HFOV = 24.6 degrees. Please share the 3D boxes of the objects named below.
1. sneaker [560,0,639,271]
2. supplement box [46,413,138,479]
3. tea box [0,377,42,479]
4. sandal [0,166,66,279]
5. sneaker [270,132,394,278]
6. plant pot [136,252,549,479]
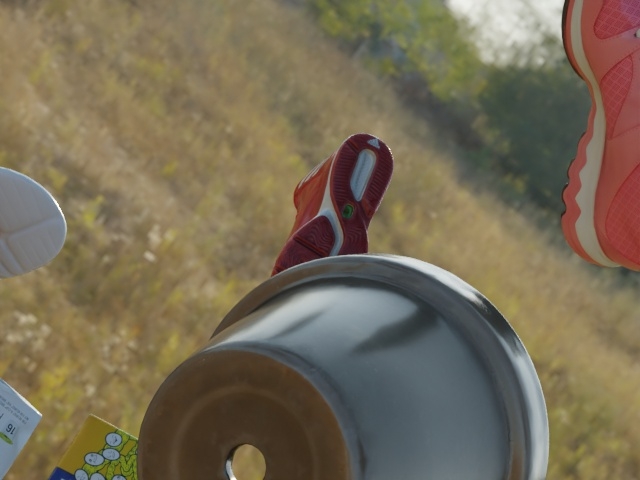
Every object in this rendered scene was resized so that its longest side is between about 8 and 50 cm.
[{"bbox_3d":[0.286,-0.113,1.216,0.116,0.313,0.136,-17,26,-29],"label":"sneaker"},{"bbox_3d":[-0.194,0.414,1.868,0.357,0.194,0.195,27,-33,5],"label":"supplement box"},{"bbox_3d":[-0.501,0.232,1.383,0.329,0.323,0.220,-6,-43,48],"label":"tea box"},{"bbox_3d":[-0.332,-0.014,1.213,0.076,0.265,0.102,-71,147,-63],"label":"sandal"},{"bbox_3d":[0.000,0.000,1.524,0.087,0.221,0.128,33,-14,-10],"label":"sneaker"},{"bbox_3d":[-0.003,0.133,0.960,0.263,0.263,0.229,40,12,20],"label":"plant pot"}]
